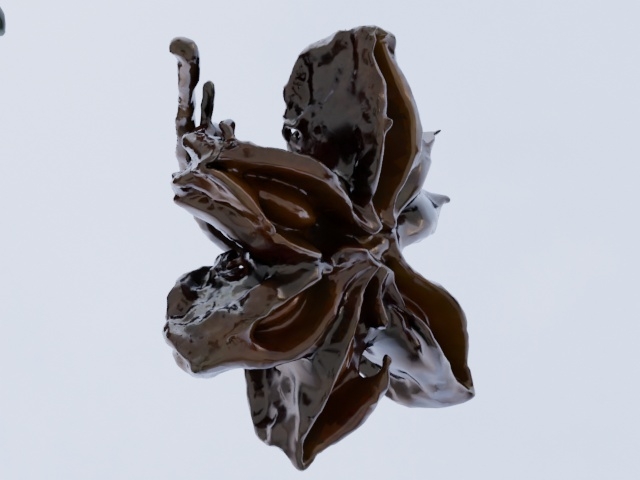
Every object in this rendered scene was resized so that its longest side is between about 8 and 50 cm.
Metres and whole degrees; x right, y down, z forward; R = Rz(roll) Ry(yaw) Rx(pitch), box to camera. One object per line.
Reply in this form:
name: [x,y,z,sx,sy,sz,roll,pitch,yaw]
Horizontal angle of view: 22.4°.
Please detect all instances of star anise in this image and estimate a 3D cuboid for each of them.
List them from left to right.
star anise: [0.000,0.000,0.829,0.126,0.190,0.220,14,-73,58]

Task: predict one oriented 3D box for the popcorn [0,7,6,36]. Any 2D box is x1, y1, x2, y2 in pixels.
popcorn: [-0.377,-0.071,1.050,0.293,0.293,0.237,-24,-141,10]
